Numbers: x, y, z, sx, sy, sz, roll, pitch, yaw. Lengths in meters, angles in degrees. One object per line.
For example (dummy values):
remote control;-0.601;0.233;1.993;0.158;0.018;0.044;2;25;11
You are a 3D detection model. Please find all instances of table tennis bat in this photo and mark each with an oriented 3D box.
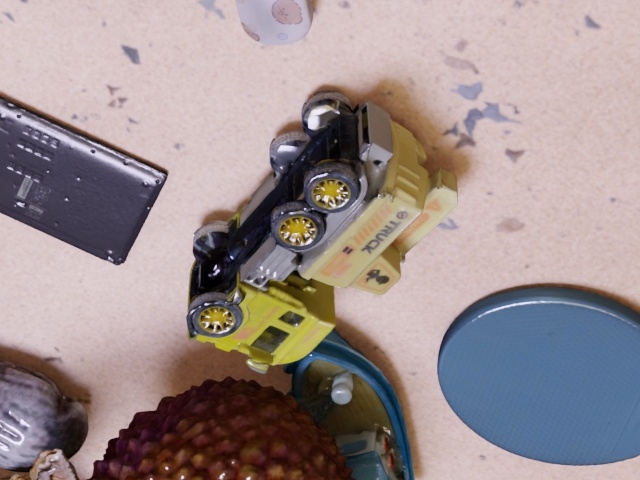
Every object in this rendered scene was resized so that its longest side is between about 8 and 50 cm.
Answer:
table tennis bat;0.273;0.149;1.711;0.329;0.044;0.215;18;128;0

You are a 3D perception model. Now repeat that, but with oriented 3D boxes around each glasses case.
glasses case;-0.046;-0.236;1.470;0.063;0.041;0.164;-1;127;13

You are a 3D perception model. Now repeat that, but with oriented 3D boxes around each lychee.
lychee;-0.104;0.255;1.668;0.271;0.271;0.271;6;128;7

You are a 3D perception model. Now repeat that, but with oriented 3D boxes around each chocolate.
chocolate;-0.356;0.158;1.801;0.248;0.110;0.110;29;128;-5

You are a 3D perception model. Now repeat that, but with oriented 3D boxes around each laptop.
laptop;-0.247;-0.054;1.671;0.180;0.016;0.129;24;129;-9

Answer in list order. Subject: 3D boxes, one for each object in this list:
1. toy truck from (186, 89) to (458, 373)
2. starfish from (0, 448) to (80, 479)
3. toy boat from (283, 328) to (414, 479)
toy truck;0.000;0.000;1.599;0.157;0.124;0.272;27;125;-23
starfish;-0.321;0.336;1.864;0.398;0.132;0.384;-25;139;20
toy boat;0.026;0.186;1.752;0.109;0.098;0.238;-11;124;15
